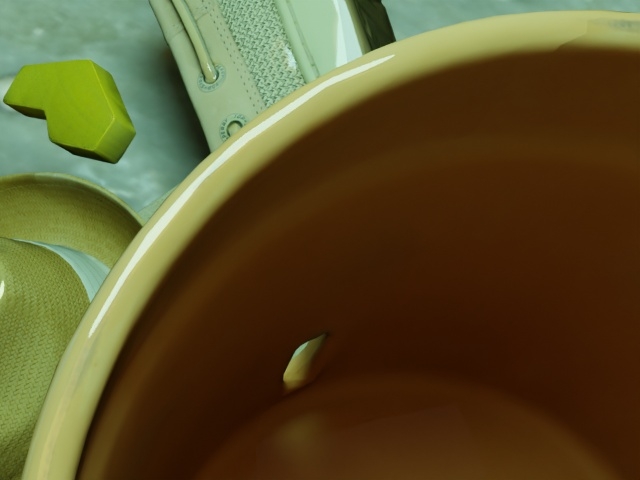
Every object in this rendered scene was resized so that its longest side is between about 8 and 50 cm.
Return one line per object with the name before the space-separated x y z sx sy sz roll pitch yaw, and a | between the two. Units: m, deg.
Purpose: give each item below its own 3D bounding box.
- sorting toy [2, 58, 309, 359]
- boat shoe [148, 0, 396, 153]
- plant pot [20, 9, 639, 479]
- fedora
sorting toy | -0.060 0.044 0.698 0.229 0.041 0.307 -36 61 12
boat shoe | 0.000 0.000 0.766 0.110 0.121 0.341 -20 65 12
plant pot | 0.054 0.109 0.467 0.291 0.203 0.291 4 73 -13
fedora | -0.147 0.053 0.668 0.194 0.079 0.194 -9 70 24
